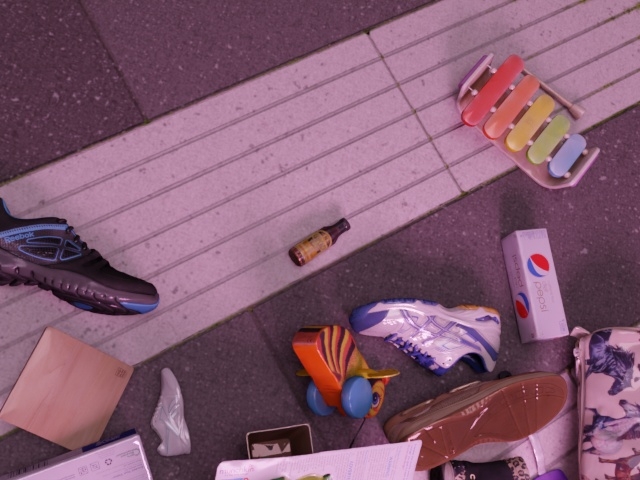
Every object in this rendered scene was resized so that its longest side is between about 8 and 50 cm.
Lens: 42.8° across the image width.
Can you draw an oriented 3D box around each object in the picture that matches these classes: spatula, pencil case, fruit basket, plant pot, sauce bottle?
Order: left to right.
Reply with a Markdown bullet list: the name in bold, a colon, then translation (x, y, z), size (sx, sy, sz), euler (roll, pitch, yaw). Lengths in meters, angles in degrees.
- **plant pot**: translation (-0.074, 0.375, 1.387), size (0.109, 0.096, 0.108), euler (-5, 76, -16)
- **fruit basket**: translation (-0.022, 0.467, 1.298), size (0.353, 0.165, 0.326), euler (-2, 110, -33)
- **sauce bottle**: translation (0.000, 0.000, 1.537), size (0.128, 0.042, 0.042), euler (-36, 86, -20)
- **spatula**: translation (0.403, 0.385, 1.536), size (0.084, 0.030, 0.296), euler (-17, 81, -19)
- **pencil case**: translation (0.540, 0.363, 1.495), size (0.184, 0.160, 0.410), euler (6, 68, 12)

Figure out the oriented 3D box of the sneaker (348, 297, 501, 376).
- **sneaker**: translation (0.197, 0.181, 1.500), size (0.297, 0.112, 0.130), euler (5, 74, -12)

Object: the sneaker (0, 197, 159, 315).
- **sneaker**: translation (-0.429, 0.030, 1.380), size (0.341, 0.125, 0.139), euler (19, 67, -10)

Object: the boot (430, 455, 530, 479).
- **boot**: translation (0.296, 0.501, 1.451), size (0.179, 0.085, 0.236), euler (-2, 75, -17)

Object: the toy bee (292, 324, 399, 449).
- **toy bee**: translation (0.048, 0.254, 1.437), size (0.195, 0.298, 0.162), euler (16, 36, 26)

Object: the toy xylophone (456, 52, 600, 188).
- **toy xylophone**: translation (0.433, -0.261, 1.695), size (0.323, 0.081, 0.236), euler (34, 69, -3)

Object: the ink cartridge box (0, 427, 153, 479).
- **ink cartridge box**: translation (-0.369, 0.443, 1.309), size (0.224, 0.045, 0.223), euler (-17, 99, -17)

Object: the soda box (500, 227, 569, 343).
- **soda box**: translation (0.417, 0.089, 1.599), size (0.069, 0.074, 0.216), euler (-4, 76, -15)

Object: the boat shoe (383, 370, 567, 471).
- **boat shoe**: translation (0.280, 0.302, 1.477), size (0.341, 0.110, 0.121), euler (-15, 112, -13)

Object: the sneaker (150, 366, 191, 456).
- **sneaker**: translation (-0.260, 0.291, 1.387), size (0.061, 0.053, 0.152), euler (-9, 78, -13)

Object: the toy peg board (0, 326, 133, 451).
- **toy peg board**: translation (-0.425, 0.250, 1.356), size (0.161, 0.079, 0.161), euler (31, 70, -21)
